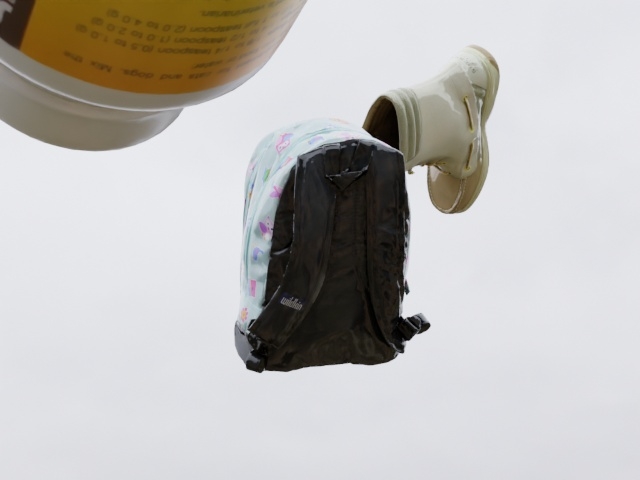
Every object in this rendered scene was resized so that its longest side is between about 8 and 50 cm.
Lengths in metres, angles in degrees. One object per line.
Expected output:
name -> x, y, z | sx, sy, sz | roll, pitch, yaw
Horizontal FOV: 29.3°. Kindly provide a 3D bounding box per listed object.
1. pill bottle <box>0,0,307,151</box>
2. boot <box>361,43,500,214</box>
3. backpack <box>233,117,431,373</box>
pill bottle -> -0.041, -0.115, 0.327 | 0.117, 0.117, 0.215 | 4, -31, -24
boot -> 0.112, -0.095, 1.335 | 0.165, 0.077, 0.213 | -30, -39, -35
backpack -> 0.000, 0.000, 0.927 | 0.152, 0.182, 0.115 | -5, 20, -26
